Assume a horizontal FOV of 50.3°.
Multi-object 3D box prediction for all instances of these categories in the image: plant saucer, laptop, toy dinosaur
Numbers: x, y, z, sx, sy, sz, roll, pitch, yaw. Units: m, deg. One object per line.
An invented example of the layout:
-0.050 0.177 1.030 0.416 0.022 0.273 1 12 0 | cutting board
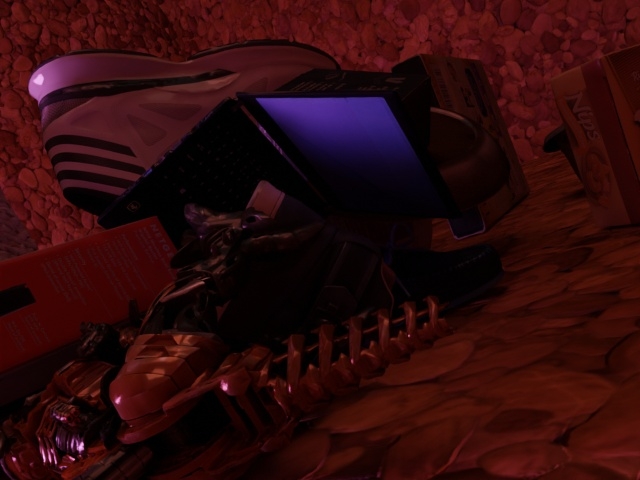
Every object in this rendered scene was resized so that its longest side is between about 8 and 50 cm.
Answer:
0.091 -0.119 0.901 0.311 0.050 0.310 -4 30 2 | plant saucer
-0.027 -0.022 0.668 0.264 0.136 0.234 -42 -36 1 | laptop
-0.068 0.093 0.429 0.322 0.164 0.218 2 28 25 | toy dinosaur

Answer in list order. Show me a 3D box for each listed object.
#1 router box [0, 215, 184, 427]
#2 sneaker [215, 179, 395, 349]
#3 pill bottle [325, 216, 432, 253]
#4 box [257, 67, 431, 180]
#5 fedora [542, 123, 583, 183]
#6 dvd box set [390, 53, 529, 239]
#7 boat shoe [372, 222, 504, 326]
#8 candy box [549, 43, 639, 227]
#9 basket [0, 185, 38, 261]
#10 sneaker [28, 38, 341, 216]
-0.312 0.126 0.593 0.335 0.082 0.301 -39 -10 39 | router box
-0.028 0.080 0.599 0.226 0.163 0.086 -60 9 25 | sneaker
-0.014 0.007 0.914 0.301 0.169 0.169 -20 4 -24 | pill bottle
0.031 -0.134 0.790 0.158 0.093 0.156 9 30 23 | box
0.498 -0.162 1.099 0.244 0.124 0.275 -18 -6 -21 | fedora
0.278 -0.190 1.271 0.062 0.307 0.420 -21 3 29 | dvd box set
0.046 0.041 0.678 0.258 0.089 0.109 -18 4 17 | boat shoe
0.437 -0.151 0.788 0.316 0.183 0.087 -20 3 -19 | candy box
-0.518 0.085 0.820 0.331 0.266 0.328 -33 -6 -7 | basket
-0.153 -0.128 0.962 0.448 0.257 0.169 -10 -11 -24 | sneaker
